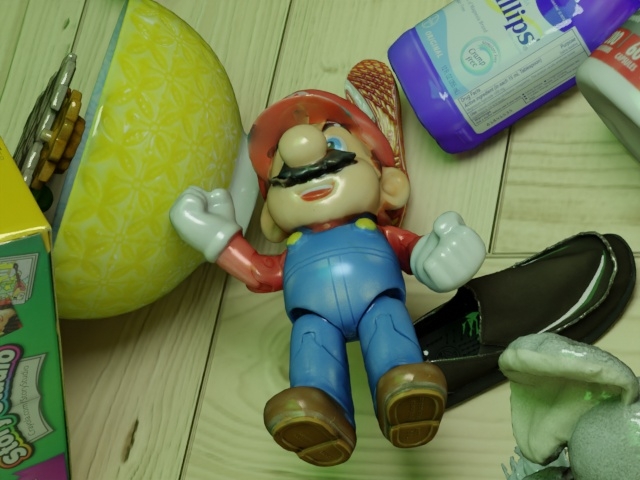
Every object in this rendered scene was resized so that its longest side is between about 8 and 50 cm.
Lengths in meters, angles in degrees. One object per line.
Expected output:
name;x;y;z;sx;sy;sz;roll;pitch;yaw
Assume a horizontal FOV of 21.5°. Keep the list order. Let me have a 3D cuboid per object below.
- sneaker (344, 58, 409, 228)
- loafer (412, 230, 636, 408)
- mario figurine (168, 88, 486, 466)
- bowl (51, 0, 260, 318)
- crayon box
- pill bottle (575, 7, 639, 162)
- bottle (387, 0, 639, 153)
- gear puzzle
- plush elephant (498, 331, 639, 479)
sneaker;0.050;-0.068;1.455;0.064;0.067;0.175;3;80;9
loafer;0.145;0.061;1.315;0.220;0.078;0.080;-34;54;10
mario figurine;0.000;0.000;1.284;0.170;0.198;0.321;120;150;-43
bowl;-0.137;-0.055;1.463;0.156;0.289;0.290;17;69;-10
crayon box;-0.314;0.025;1.419;0.106;0.363;0.313;-19;51;-21
pill bottle;0.346;-0.166;1.272;0.283;0.161;0.161;-44;53;2
bottle;0.197;-0.188;1.408;0.282;0.092;0.118;-31;53;11
gear puzzle;-0.243;-0.074;1.505;0.176;0.044;0.339;-71;14;-13
plush elephant;0.198;0.203;1.084;0.255;0.271;0.330;116;163;-44
